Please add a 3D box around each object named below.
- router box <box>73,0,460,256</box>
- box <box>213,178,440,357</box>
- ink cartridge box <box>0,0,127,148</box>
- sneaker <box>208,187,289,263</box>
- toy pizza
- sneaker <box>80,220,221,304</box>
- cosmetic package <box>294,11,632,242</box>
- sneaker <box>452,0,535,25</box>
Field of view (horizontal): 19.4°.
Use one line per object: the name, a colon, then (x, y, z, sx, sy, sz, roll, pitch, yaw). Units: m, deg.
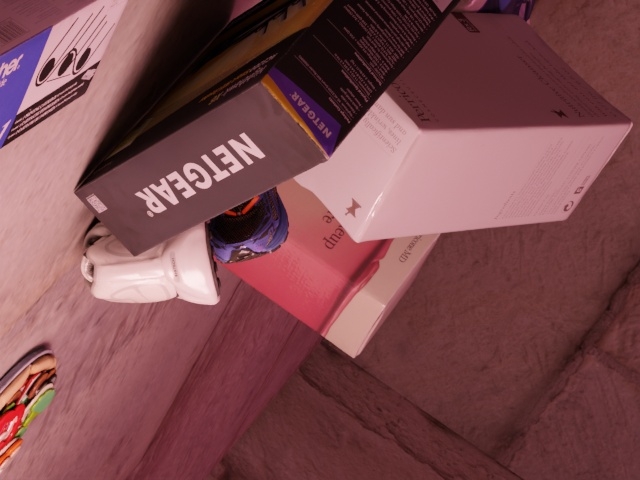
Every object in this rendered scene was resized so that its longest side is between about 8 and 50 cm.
router box: (-0.037, -0.127, 1.504, 0.309, 0.081, 0.243, -24, -157, 53)
box: (0.000, 0.000, 2.229, 0.148, 0.232, 0.127, -52, 173, -37)
ink cartridge box: (-0.189, -0.105, 1.128, 0.097, 0.046, 0.207, -61, 172, 31)
sneaker: (-0.080, -0.068, 1.754, 0.087, 0.083, 0.221, 66, 14, -45)
toy pizza: (-0.310, 0.192, 1.799, 0.201, 0.032, 0.201, -55, 174, -9)
sneaker: (-0.162, 0.005, 1.719, 0.118, 0.110, 0.292, -12, -175, -6)
cosmetic package: (0.130, -0.130, 2.035, 0.385, 0.217, 0.156, -6, 135, -50)
sneaker: (0.214, -0.353, 2.257, 0.323, 0.130, 0.236, -62, 161, -12)
